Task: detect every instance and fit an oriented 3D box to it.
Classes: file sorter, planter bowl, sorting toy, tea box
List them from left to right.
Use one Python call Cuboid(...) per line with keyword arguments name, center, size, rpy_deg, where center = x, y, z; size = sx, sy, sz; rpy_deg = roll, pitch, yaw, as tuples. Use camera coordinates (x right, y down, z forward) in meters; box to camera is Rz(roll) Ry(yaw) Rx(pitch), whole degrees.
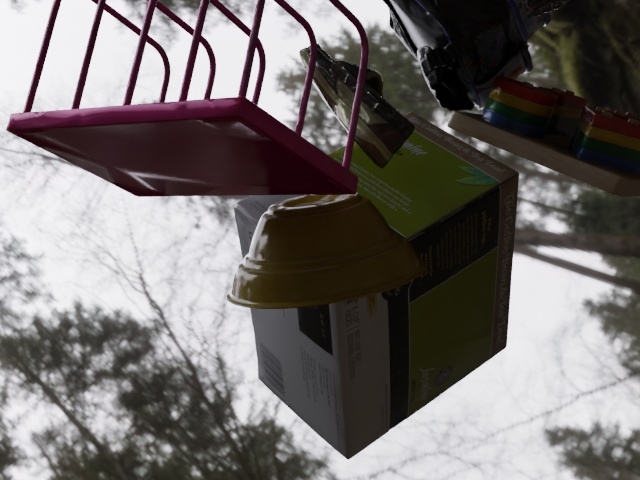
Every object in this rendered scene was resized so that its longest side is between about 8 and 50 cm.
Cuboid(name="file sorter", center=(-0.122, -0.161, 1.074), size=(0.202, 0.290, 0.182), rpy_deg=(30, -115, -54))
Cuboid(name="planter bowl", center=(0.000, 0.000, 1.132), size=(0.217, 0.217, 0.090), rpy_deg=(-14, -78, -29))
Cuboid(name="tea box", center=(0.084, 0.056, 1.479), size=(0.323, 0.220, 0.329), rpy_deg=(-28, -45, -27))
Cuboid(name="sorting toy", center=(0.348, -0.147, 1.454), size=(0.255, 0.257, 0.089), rpy_deg=(-4, -63, -55))

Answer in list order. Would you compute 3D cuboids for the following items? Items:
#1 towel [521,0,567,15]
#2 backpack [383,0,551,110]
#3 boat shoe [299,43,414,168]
Cuboid(name="towel", center=(0.310, -0.426, 1.227), size=(0.235, 0.121, 0.284), rpy_deg=(-54, -11, -29))
Cuboid(name="backpack", center=(0.197, -0.323, 1.526), size=(0.213, 0.277, 0.263), rpy_deg=(-31, -28, 0))
Cuboid(name="boat shoe", center=(0.046, -0.177, 1.313), size=(0.073, 0.224, 0.080), rpy_deg=(-35, -42, 4))
